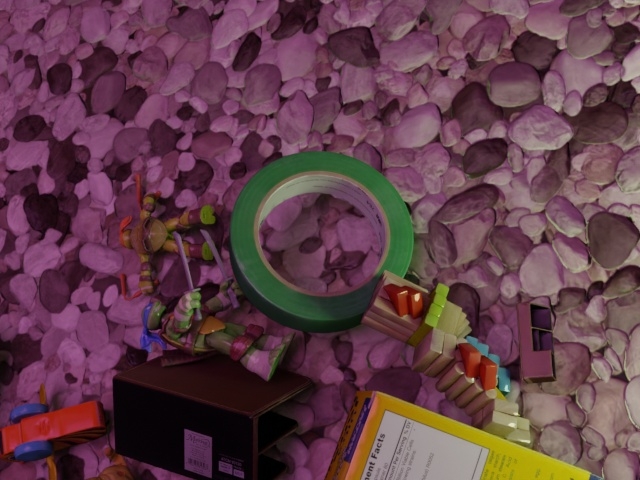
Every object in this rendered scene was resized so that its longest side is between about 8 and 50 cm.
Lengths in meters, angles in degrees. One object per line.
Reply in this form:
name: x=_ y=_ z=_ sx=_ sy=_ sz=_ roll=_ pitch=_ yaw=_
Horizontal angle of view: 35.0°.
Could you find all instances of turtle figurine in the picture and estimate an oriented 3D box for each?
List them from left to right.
turtle figurine: x=-0.318 y=-0.021 z=2.012 sx=0.217 sy=0.087 sz=0.269 roll=-6 pitch=69 yaw=23
turtle figurine: x=-0.171 y=0.116 z=1.801 sx=0.266 sy=0.198 sz=0.274 roll=25 pitch=71 yaw=6

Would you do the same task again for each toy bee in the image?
toy bee: x=-0.558 y=0.372 z=1.960 sx=0.298 sy=0.162 sz=0.195 roll=8 pitch=65 yaw=1

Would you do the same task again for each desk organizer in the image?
desk organizer: x=0.353 y=0.166 z=1.661 sx=0.050 sy=0.047 sz=0.130 roll=-8 pitch=69 yaw=20

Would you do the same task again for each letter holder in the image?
letter holder: x=-0.185 y=0.309 z=1.810 sx=0.302 sy=0.214 sz=0.152 roll=10 pitch=107 yaw=29

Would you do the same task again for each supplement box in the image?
supplement box: x=0.195 y=0.371 z=1.487 sx=0.357 sy=0.195 sz=0.194 roll=22 pitch=80 yaw=-2

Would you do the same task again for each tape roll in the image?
tape roll: x=0.000 y=0.000 z=1.782 sx=0.321 sy=0.077 sz=0.321 roll=3 pitch=65 yaw=-6

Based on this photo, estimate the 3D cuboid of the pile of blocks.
pile of blocks: x=0.227 y=0.172 z=1.631 sx=0.149 sy=0.112 sz=0.362 roll=-37 pitch=78 yaw=-33

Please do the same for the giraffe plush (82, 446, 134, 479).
giraffe plush: x=-0.341 y=0.490 z=1.814 sx=0.170 sy=0.181 sz=0.210 roll=18 pitch=45 yaw=19
